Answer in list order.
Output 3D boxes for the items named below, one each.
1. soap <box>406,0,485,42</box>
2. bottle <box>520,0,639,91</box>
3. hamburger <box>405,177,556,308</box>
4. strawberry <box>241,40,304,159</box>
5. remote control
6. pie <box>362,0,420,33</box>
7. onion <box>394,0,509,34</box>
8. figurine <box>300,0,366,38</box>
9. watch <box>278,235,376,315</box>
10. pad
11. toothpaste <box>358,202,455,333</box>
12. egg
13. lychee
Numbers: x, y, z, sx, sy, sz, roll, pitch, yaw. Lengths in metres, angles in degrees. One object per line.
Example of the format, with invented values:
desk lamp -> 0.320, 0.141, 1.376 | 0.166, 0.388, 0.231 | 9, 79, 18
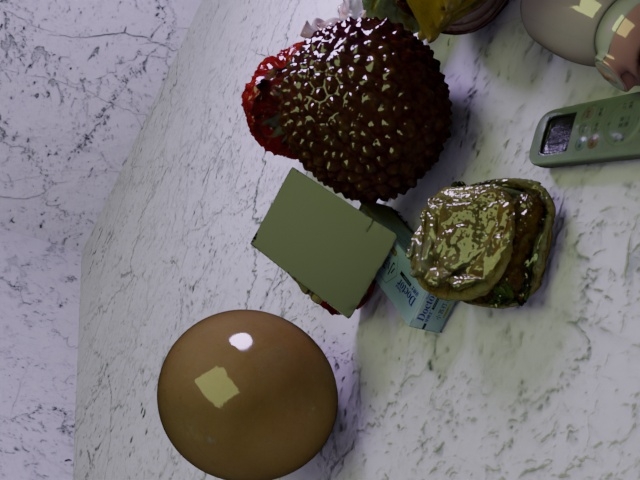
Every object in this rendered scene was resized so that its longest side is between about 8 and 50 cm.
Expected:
soap -> 0.258, -0.439, 1.113 | 0.335, 0.156, 0.293 | -32, -5, 1
bottle -> 0.373, -0.277, 1.052 | 0.147, 0.148, 0.236 | -60, 36, 22
hamburger -> 0.234, 0.004, 1.174 | 0.206, 0.130, 0.183 | 4, 77, 44
strawberry -> -0.047, -0.299, 1.770 | 0.261, 0.261, 0.257 | -64, 31, 14
remote control -> 0.381, -0.141, 1.053 | 0.310, 0.038, 0.090 | 2, 75, 64
pie -> 0.181, -0.502, 1.545 | 0.090, 0.201, 0.247 | 29, 107, 39
onion -> 0.208, -0.467, 1.394 | 0.216, 0.207, 0.206 | -40, 48, 10
figurine -> 0.071, -0.488, 1.780 | 0.237, 0.141, 0.162 | -37, 31, 48
watch -> -0.014, 0.020, 1.517 | 0.268, 0.165, 0.102 | 44, 117, 22
pad -> 0.000, 0.000, 1.412 | 0.243, 0.004, 0.163 | 36, 102, 27
toothpaste -> 0.133, 0.035, 1.388 | 0.089, 0.071, 0.313 | -66, 26, 19
egg -> -0.129, 0.271, 1.467 | 0.374, 0.301, 0.300 | -14, 61, 59
lychee -> 0.078, -0.225, 1.418 | 0.306, 0.306, 0.330 | -61, 40, 20
